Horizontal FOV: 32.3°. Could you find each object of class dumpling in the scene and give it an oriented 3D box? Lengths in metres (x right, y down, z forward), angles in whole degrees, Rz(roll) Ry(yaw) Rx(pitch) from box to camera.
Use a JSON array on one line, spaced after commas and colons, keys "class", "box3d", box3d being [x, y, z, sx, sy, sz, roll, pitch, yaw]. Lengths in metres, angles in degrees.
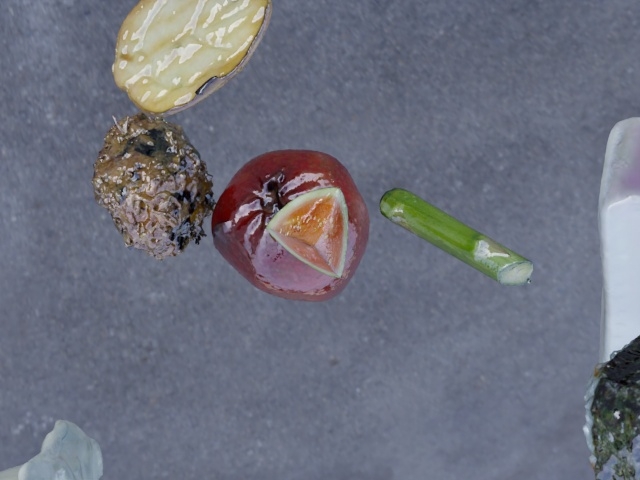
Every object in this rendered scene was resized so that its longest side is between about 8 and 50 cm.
[{"class": "dumpling", "box3d": [-0.237, 0.227, 0.893, 0.124, 0.229, 0.151, 21, 123, 6]}]

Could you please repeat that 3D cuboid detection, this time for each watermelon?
[{"class": "watermelon", "box3d": [0.000, 0.000, 1.615, 0.125, 0.094, 0.135, -29, 104, 6]}]

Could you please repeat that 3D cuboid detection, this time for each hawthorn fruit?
[{"class": "hawthorn fruit", "box3d": [-0.034, -0.013, 1.931, 0.265, 0.265, 0.307, -31, 146, 1]}]

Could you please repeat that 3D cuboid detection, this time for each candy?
[{"class": "candy", "box3d": [0.421, 0.025, 1.258, 0.208, 0.145, 0.358, -1, 141, 14]}]

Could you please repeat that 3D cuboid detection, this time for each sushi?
[{"class": "sushi", "box3d": [0.311, 0.136, 0.911, 0.225, 0.126, 0.136, -38, 112, -49]}]

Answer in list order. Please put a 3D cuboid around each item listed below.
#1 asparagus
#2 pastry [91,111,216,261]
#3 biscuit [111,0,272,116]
[{"class": "asparagus", "box3d": [0.209, -0.005, 1.738, 0.060, 0.278, 0.067, -56, 146, -3]}, {"class": "pastry", "box3d": [-0.271, -0.101, 1.907, 0.193, 0.275, 0.275, -30, 134, 18]}, {"class": "biscuit", "box3d": [-0.183, -0.284, 1.572, 0.260, 0.203, 0.041, -25, 154, 14]}]
